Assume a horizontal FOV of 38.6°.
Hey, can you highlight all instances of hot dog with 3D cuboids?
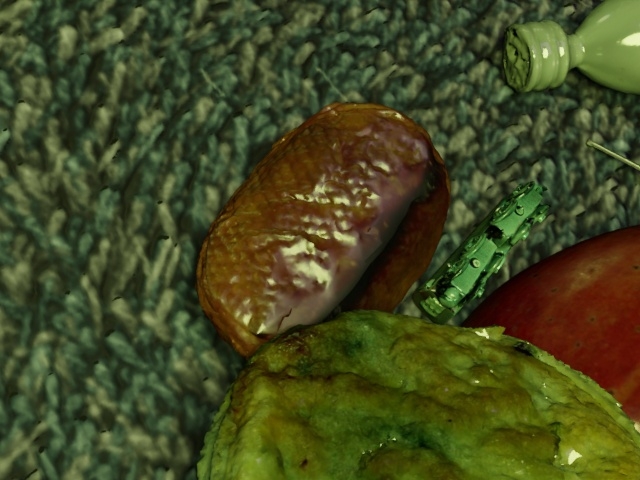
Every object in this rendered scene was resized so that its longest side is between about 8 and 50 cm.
[{"bbox_3d":[0.003,0.001,0.693,0.160,0.099,0.227,42,66,-1],"label":"hot dog"}]

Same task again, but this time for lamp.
[{"bbox_3d":[0.265,-0.179,0.847,0.193,0.106,0.106,-12,76,-11],"label":"lamp"}]

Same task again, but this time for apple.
[{"bbox_3d":[0.288,0.152,0.729,0.365,0.295,0.328,-32,122,-24],"label":"apple"}]

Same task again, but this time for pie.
[{"bbox_3d":[0.062,0.134,0.529,0.277,0.078,0.277,-5,36,3],"label":"pie"}]

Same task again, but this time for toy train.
[{"bbox_3d":[0.137,0.006,0.752,0.038,0.071,0.148,45,65,2],"label":"toy train"}]

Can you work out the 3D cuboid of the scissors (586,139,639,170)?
[{"bbox_3d":[0.333,-0.048,0.847,0.189,0.100,0.015,27,108,7],"label":"scissors"}]
